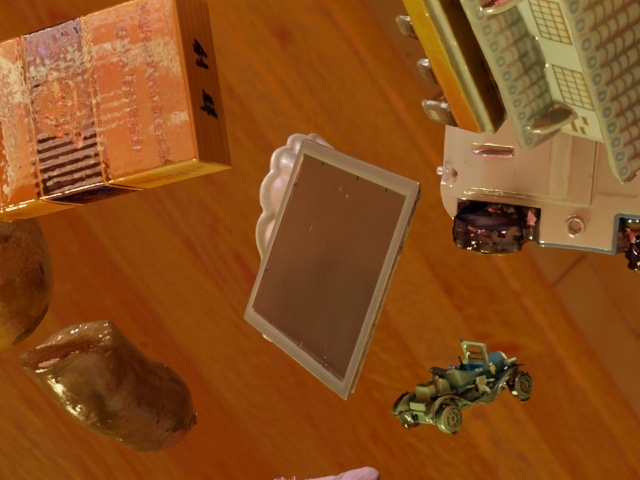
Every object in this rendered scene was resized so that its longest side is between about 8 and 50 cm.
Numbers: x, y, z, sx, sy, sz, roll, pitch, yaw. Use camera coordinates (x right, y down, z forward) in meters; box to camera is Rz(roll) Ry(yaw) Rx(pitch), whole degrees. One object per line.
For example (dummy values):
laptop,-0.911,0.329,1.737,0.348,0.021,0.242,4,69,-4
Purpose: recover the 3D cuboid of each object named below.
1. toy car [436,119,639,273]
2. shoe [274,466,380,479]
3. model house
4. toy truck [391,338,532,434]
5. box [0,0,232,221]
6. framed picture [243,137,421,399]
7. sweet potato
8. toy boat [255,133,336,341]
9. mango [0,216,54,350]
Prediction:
toy car,0.259,-0.079,1.125,0.166,0.314,0.198,-23,117,-63
shoe,-0.014,0.429,2.003,0.245,0.095,0.137,-31,58,-33
model house,0.183,-0.186,0.924,0.198,0.215,0.224,-49,136,-20
toy truck,0.154,0.155,1.345,0.154,0.080,0.078,-18,99,-35
box,-0.203,-0.114,1.070,0.070,0.237,0.152,4,75,-64
framed picture,0.009,0.021,1.336,0.019,0.296,0.232,16,97,-27
sweet potato,-0.286,0.226,1.790,0.370,0.158,0.158,48,62,-44
toy boat,0.000,0.000,1.612,0.199,0.100,0.290,23,75,-51
mango,-0.423,0.007,1.563,0.175,0.176,0.329,7,44,-11
